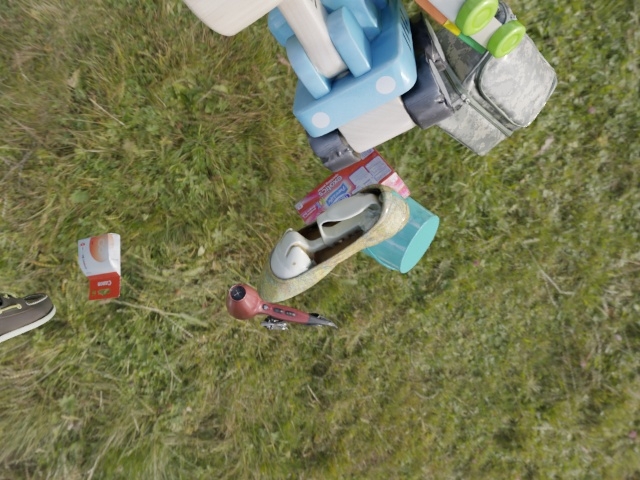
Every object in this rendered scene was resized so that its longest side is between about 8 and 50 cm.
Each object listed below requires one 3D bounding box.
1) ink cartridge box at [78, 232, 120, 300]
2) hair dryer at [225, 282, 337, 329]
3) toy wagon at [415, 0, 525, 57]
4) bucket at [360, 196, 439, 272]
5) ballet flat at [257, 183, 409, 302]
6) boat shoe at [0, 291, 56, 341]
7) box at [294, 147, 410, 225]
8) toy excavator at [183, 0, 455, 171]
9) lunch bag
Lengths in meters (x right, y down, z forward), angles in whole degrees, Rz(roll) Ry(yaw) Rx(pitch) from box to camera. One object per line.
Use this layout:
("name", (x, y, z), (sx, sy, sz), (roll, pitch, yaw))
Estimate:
("ink cartridge box", (-0.634, 0.077, 1.380), (0.045, 0.146, 0.179), (15, 70, -57))
("hair dryer", (-0.113, 0.149, 1.123), (0.294, 0.224, 0.080), (28, 60, -49))
("toy wagon", (0.149, -0.386, 0.690), (0.345, 0.267, 0.068), (-5, 144, -51))
("bucket", (0.287, -0.027, 1.760), (0.183, 0.281, 0.281), (34, 92, 25))
("ballet flat", (0.000, 0.000, 0.918), (0.349, 0.123, 0.123), (-30, 108, 13))
("boat shoe", (-0.477, 0.112, 0.708), (0.081, 0.227, 0.068), (-10, 101, 7))
("box", (0.081, -0.103, 1.242), (0.257, 0.128, 0.123), (-39, 144, 8))
("toy excavator", (-0.003, -0.295, 0.673), (0.223, 0.432, 0.445), (-23, 130, 27))
("lunch bag", (0.377, -0.374, 1.119), (0.305, 0.212, 0.256), (20, 131, -42))
